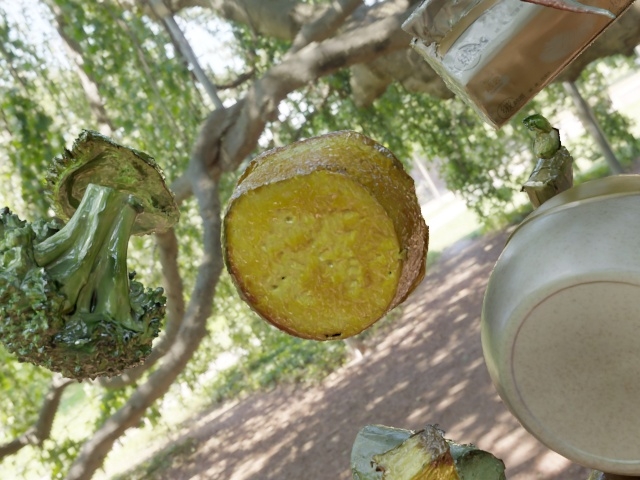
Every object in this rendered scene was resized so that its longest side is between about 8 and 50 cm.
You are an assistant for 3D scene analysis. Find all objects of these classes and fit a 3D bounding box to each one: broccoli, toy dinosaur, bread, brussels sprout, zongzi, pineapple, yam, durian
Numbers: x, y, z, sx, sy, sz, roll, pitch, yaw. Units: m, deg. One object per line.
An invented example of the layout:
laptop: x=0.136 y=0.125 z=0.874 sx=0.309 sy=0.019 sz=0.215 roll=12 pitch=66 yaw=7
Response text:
broccoli: x=-0.339 y=0.062 z=1.001 sx=0.235 sy=0.260 sz=0.288 roll=-7 pitch=-6 yaw=0
toy dinosaur: x=0.285 y=-0.350 z=1.016 sx=0.167 sy=0.242 sz=0.053 roll=-28 pitch=-29 yaw=-9
bread: x=0.000 y=0.000 z=1.366 sx=0.398 sy=0.398 sz=0.215 roll=-31 pitch=8 yaw=25
brussels sprout: x=0.359 y=-0.172 z=1.204 sx=0.046 sy=0.083 sz=0.051 roll=14 pitch=55 yaw=46
zongzi: x=0.460 y=-0.081 z=1.431 sx=0.078 sy=0.176 sz=0.160 roll=-12 pitch=30 yaw=43
pineapple: x=0.141 y=0.303 z=1.008 sx=0.137 sy=0.069 sz=0.116 roll=15 pitch=-72 yaw=-35
yam: x=0.177 y=0.428 z=1.329 sx=0.168 sy=0.168 sz=0.304 roll=-31 pitch=14 yaw=-33
durian: x=-0.380 y=-0.089 z=1.357 sx=0.163 sy=0.198 sz=0.394 roll=-59 pitch=-8 yaw=-22

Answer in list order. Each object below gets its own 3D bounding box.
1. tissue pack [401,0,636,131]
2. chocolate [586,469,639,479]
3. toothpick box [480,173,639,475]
tissue pack: x=0.297 y=-0.378 z=1.189 sx=0.305 sy=0.238 sz=0.238 roll=-44 pitch=-3 yaw=13
chocolate: x=0.458 y=0.391 z=1.130 sx=0.133 sy=0.124 sz=0.127 roll=-21 pitch=22 yaw=19
toothpick box: x=0.461 y=0.101 z=1.102 sx=0.409 sy=0.409 sz=0.425 roll=-31 pitch=2 yaw=32
